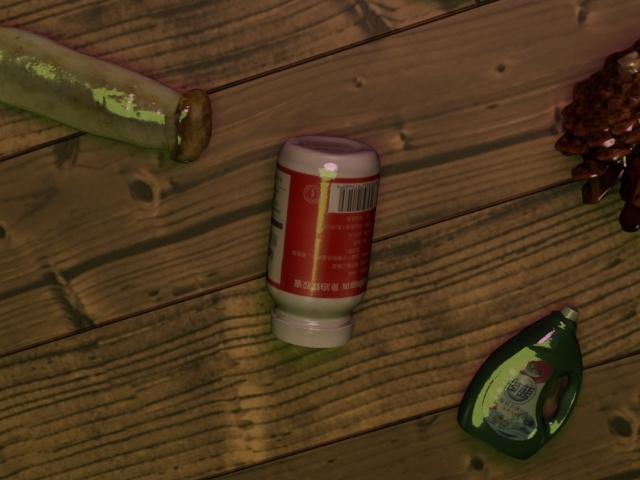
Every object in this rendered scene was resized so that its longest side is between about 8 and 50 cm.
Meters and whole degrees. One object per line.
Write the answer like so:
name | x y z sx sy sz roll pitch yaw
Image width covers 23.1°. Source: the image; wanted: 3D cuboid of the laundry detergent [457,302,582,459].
laundry detergent | 0.280 0.178 2.044 0.137 0.063 0.211 30 102 -10

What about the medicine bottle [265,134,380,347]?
medicine bottle | 0.000 0.000 1.967 0.131 0.131 0.250 7 106 0

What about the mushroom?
mushroom | -0.283 -0.183 1.957 0.312 0.081 0.100 19 102 1

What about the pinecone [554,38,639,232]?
pinecone | 0.427 -0.115 1.864 0.264 0.264 0.264 1 106 2
